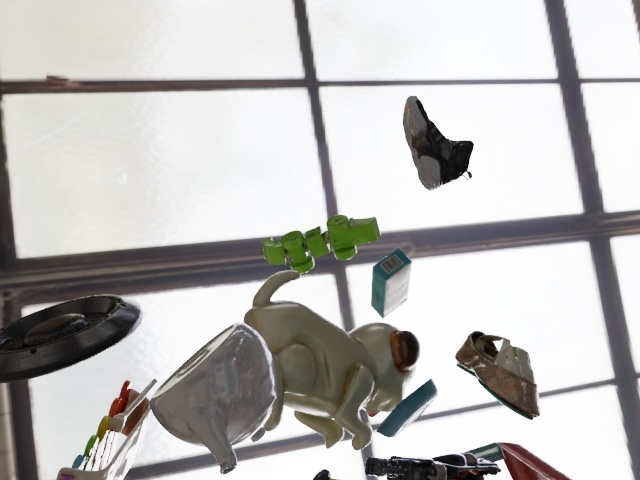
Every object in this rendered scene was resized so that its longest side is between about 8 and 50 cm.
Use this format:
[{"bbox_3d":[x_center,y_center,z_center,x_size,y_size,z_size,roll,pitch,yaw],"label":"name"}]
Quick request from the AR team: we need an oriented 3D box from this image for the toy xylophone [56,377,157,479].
[{"bbox_3d":[-0.410,0.391,1.647,0.322,0.081,0.236,-58,167,-75],"label":"toy xylophone"}]

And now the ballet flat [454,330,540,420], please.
[{"bbox_3d":[0.349,0.244,1.634,0.106,0.108,0.316,-63,-162,3],"label":"ballet flat"}]

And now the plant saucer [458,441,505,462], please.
[{"bbox_3d":[0.288,0.466,1.755,0.067,0.192,0.018,63,11,-48],"label":"plant saucer"}]

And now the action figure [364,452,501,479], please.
[{"bbox_3d":[0.216,0.469,1.440,0.330,0.341,0.178,17,-88,55],"label":"action figure"}]

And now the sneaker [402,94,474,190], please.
[{"bbox_3d":[0.317,-0.267,2.240,0.101,0.153,0.268,124,-46,-70],"label":"sneaker"}]

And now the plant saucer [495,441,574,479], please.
[{"bbox_3d":[0.544,0.601,1.962,0.259,0.048,0.258,27,-31,61],"label":"plant saucer"}]

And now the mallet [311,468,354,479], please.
[{"bbox_3d":[0.066,0.618,2.130,0.190,0.062,0.039,1,-80,30],"label":"mallet"}]

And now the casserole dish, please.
[{"bbox_3d":[0.187,0.352,1.745,0.037,0.188,0.114,43,-59,17],"label":"casserole dish"}]

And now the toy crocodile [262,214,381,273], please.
[{"bbox_3d":[0.000,0.000,2.347,0.105,0.341,0.115,-92,162,-59],"label":"toy crocodile"}]

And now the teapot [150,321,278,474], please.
[{"bbox_3d":[-0.165,0.282,1.509,0.187,0.256,0.252,49,-28,-6],"label":"teapot"}]

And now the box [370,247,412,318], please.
[{"bbox_3d":[0.200,0.125,2.393,0.060,0.100,0.244,47,-19,24],"label":"box"}]

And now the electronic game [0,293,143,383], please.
[{"bbox_3d":[-0.347,0.129,1.113,0.229,0.229,0.048,18,-55,65],"label":"electronic game"}]

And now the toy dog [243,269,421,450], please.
[{"bbox_3d":[0.021,0.283,1.897,0.284,0.408,0.395,136,-45,-54],"label":"toy dog"}]
